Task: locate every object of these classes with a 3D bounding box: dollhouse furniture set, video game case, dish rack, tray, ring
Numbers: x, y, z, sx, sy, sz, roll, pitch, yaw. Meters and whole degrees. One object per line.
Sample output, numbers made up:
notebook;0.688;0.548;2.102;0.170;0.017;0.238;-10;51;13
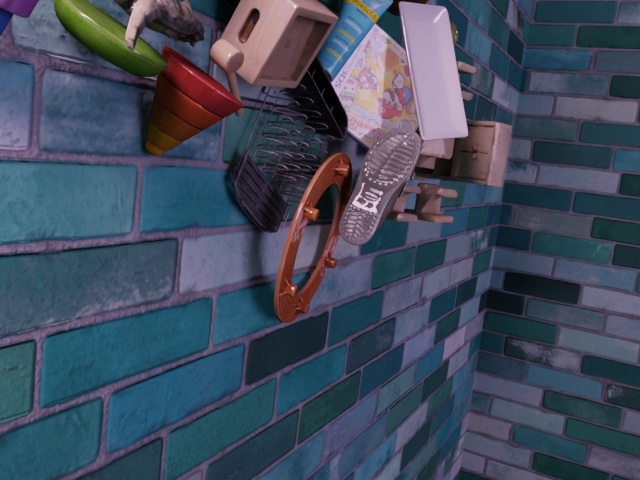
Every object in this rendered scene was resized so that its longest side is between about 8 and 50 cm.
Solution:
dollhouse furniture set;0.235;-0.234;1.555;0.394;0.257;0.361;1;98;-43
video game case;0.115;-0.286;1.265;0.227;0.026;0.206;32;81;-32
dish rack;-0.051;-0.151;1.089;0.208;0.074;0.271;51;55;-57
tray;0.219;-0.333;1.287;0.145;0.030;0.270;-11;92;-38
ring;0.000;0.000;1.207;0.336;0.032;0.336;20;90;-75

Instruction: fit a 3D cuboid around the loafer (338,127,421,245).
loafer;0.113;-0.105;1.261;0.251;0.094;0.087;-59;170;-1

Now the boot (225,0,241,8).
boot;-0.078;-0.416;0.953;0.206;0.090;0.248;-57;150;-15

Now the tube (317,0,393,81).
tube;0.052;-0.385;1.182;0.080;0.052;0.207;36;76;-21

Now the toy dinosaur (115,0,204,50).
toy dinosaur;-0.192;-0.266;0.710;0.118;0.064;0.268;49;15;-10

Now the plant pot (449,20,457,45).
plant pot;0.296;-0.525;1.656;0.079;0.083;0.083;-16;114;-49

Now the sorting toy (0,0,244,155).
sorting toy;-0.237;-0.175;0.709;0.126;0.127;0.366;-52;154;12

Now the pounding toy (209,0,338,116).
pounding toy;-0.099;-0.275;0.915;0.181;0.094;0.206;-54;164;25

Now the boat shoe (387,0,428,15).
boat shoe;0.107;-0.555;1.239;0.342;0.123;0.123;9;62;-57
